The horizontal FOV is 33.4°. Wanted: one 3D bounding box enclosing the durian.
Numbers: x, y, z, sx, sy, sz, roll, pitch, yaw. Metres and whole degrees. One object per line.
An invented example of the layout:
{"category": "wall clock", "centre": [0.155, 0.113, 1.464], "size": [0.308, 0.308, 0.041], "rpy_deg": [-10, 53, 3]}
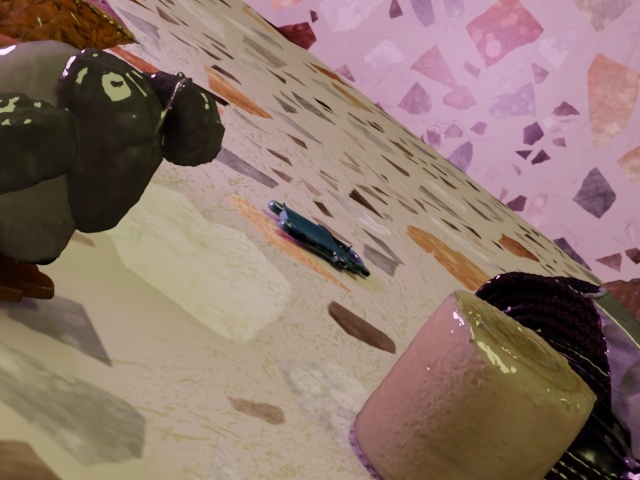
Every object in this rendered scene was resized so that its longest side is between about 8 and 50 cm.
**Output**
{"category": "durian", "centre": [-0.360, -0.256, 1.045], "size": [0.341, 0.112, 0.191], "rpy_deg": [32, 21, 19]}

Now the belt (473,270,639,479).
{"category": "belt", "centre": [0.256, 0.156, 1.014], "size": [0.289, 0.184, 0.164], "rpy_deg": [47, 12, 20]}

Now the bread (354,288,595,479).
{"category": "bread", "centre": [0.121, 0.134, 0.828], "size": [0.148, 0.141, 0.134], "rpy_deg": [26, 16, -35]}

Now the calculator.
{"category": "calculator", "centre": [0.000, 0.000, 1.244], "size": [0.141, 0.019, 0.094], "rpy_deg": [30, 15, -30]}

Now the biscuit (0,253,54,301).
{"category": "biscuit", "centre": [-0.211, 0.018, 0.665], "size": [0.082, 0.016, 0.092], "rpy_deg": [34, 19, 6]}

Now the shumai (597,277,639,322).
{"category": "shumai", "centre": [0.455, 0.212, 1.465], "size": [0.346, 0.217, 0.283], "rpy_deg": [-67, 136, -63]}

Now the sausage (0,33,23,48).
{"category": "sausage", "centre": [-0.320, -0.146, 0.784], "size": [0.419, 0.094, 0.094], "rpy_deg": [22, -3, -44]}

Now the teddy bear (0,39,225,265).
{"category": "teddy bear", "centre": [-0.203, -0.057, 0.636], "size": [0.251, 0.144, 0.171], "rpy_deg": [22, 21, 16]}
